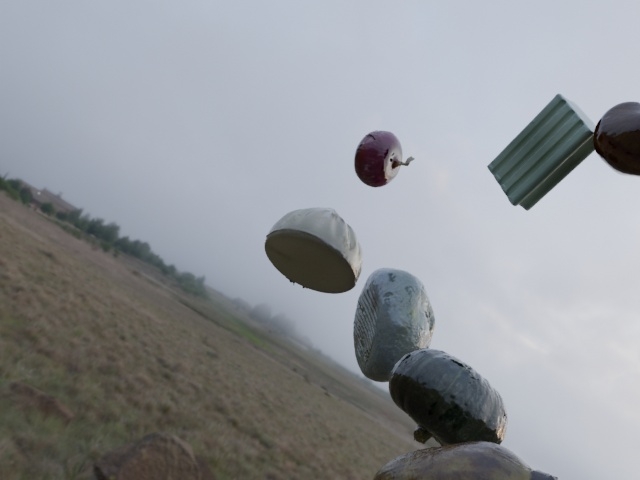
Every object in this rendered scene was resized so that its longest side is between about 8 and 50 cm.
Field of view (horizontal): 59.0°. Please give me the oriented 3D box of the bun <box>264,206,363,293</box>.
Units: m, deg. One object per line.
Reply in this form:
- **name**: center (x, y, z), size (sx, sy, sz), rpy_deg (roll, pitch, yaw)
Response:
- **bun**: center (0.000, 0.000, 1.449), size (0.262, 0.175, 0.263), rpy_deg (19, -31, 12)

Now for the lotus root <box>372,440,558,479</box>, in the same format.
- **lotus root**: center (0.176, 0.319, 0.704), size (0.145, 0.129, 0.260), rpy_deg (21, -37, -41)

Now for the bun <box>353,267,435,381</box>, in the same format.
- **bun**: center (0.222, 0.260, 1.717), size (0.211, 0.363, 0.362), rpy_deg (7, -5, -14)

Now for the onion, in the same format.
- **onion**: center (0.180, -0.250, 1.736), size (0.153, 0.177, 0.177), rpy_deg (52, 5, 38)

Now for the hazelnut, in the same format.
- **hazelnut**: center (0.715, -0.213, 1.262), size (0.203, 0.178, 0.178), rpy_deg (21, -13, 24)

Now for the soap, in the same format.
- **soap**: center (0.580, -0.225, 1.470), size (0.087, 0.265, 0.160), rpy_deg (13, 42, -34)

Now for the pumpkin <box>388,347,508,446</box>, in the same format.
- **pumpkin**: center (0.212, 0.281, 0.967), size (0.211, 0.152, 0.212), rpy_deg (39, -22, 19)
